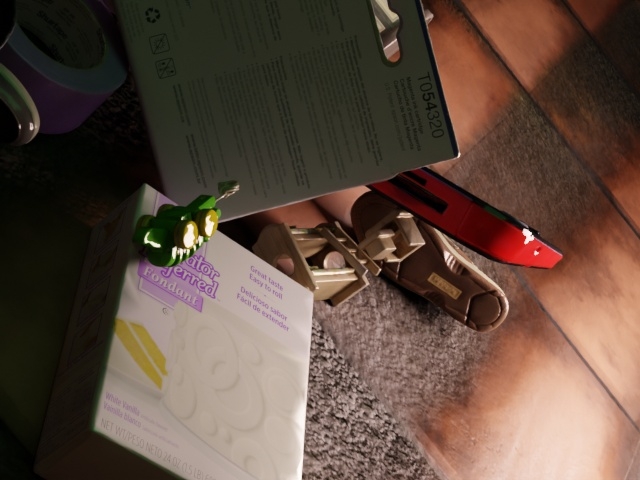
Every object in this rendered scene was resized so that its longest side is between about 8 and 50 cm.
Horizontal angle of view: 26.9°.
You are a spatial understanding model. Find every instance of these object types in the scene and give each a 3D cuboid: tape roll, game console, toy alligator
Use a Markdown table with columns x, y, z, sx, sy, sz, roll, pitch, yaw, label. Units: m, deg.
| x | y | z | sx | sy | sz | roll | pitch | yaw | label |
| --- | --- | --- | --- | --- | --- | --- | --- | --- | --- |
| -0.307 | -0.215 | 1.458 | 0.189 | 0.080 | 0.189 | 33 | 36 | -28 | tape roll |
| 0.112 | -0.083 | 1.664 | 0.386 | 0.060 | 0.342 | 33 | 9 | 18 | game console |
| -0.130 | -0.011 | 1.342 | 0.190 | 0.056 | 0.051 | -35 | 128 | -59 | toy alligator |

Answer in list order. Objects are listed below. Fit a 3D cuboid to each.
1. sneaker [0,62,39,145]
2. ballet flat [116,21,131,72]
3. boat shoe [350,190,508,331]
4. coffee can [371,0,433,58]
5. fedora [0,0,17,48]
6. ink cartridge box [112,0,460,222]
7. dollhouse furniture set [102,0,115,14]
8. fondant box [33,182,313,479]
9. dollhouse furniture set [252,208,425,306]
| x | y | z | sx | sy | sz | roll | pitch | yaw | label |
| --- | --- | --- | --- | --- | --- | --- | --- | --- | --- |
| -0.387 | -0.145 | 1.298 | 0.222 | 0.083 | 0.118 | 36 | 39 | -8 | sneaker |
| -0.219 | -0.253 | 1.627 | 0.079 | 0.077 | 0.221 | -2 | 54 | -32 | ballet flat |
| 0.139 | 0.025 | 1.805 | 0.257 | 0.095 | 0.095 | 43 | 10 | -13 | boat shoe |
| -0.005 | -0.357 | 1.867 | 0.275 | 0.201 | 0.201 | 52 | 32 | -1 | coffee can |
| -0.429 | -0.297 | 1.232 | 0.334 | 0.152 | 0.334 | 15 | 43 | -15 | fedora |
| -0.043 | -0.203 | 1.476 | 0.071 | 0.330 | 0.324 | -32 | 109 | -83 | ink cartridge box |
| -0.128 | -0.390 | 1.618 | 0.355 | 0.174 | 0.303 | 33 | 45 | 5 | dollhouse furniture set |
| -0.131 | 0.132 | 1.329 | 0.238 | 0.096 | 0.330 | 34 | 35 | -26 | fondant box |
| 0.000 | 0.000 | 1.562 | 0.182 | 0.161 | 0.101 | -2 | 60 | -54 | dollhouse furniture set |
